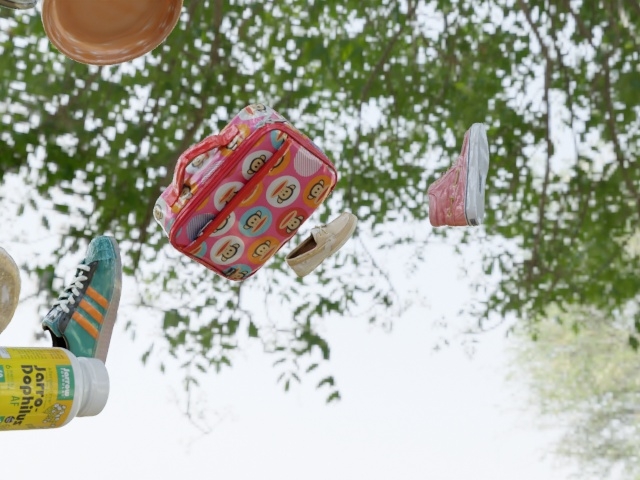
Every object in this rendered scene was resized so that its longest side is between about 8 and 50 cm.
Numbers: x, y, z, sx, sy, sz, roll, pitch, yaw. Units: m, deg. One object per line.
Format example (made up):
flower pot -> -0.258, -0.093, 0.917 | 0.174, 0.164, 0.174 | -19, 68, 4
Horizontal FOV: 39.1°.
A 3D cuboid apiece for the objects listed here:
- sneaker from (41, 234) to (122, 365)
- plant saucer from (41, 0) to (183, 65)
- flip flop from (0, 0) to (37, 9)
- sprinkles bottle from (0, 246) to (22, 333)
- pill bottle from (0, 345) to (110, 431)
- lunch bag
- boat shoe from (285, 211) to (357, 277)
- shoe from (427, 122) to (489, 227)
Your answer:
sneaker -> -0.464, 0.133, 1.732 | 0.121, 0.302, 0.108 | 12, -6, -34
plant saucer -> -0.290, -0.332, 1.249 | 0.200, 0.037, 0.200 | -22, -33, -15
flip flop -> -0.576, -0.447, 1.483 | 0.112, 0.080, 0.277 | 24, 6, 32
sprinkles bottle -> -0.475, 0.008, 0.958 | 0.355, 0.121, 0.121 | 20, -9, 31
pill bottle -> -0.406, 0.206, 1.257 | 0.117, 0.118, 0.208 | -13, -15, 42
lunch bag -> -0.138, -0.089, 1.560 | 0.293, 0.120, 0.258 | -47, -44, 8
boat shoe -> 0.000, 0.000, 1.803 | 0.059, 0.170, 0.063 | 45, 2, -32
shoe -> 0.212, -0.101, 1.398 | 0.081, 0.178, 0.063 | -4, -27, 26
